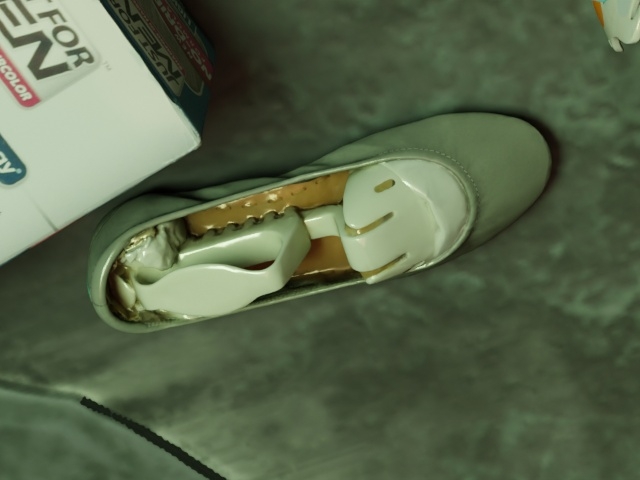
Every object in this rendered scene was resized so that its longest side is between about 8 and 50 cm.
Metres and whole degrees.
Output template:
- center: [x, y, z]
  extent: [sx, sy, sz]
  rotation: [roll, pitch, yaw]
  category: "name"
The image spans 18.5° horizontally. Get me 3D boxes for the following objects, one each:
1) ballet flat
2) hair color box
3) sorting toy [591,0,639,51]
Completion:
- center: [0.000, 0.000, 0.861]
  extent: [0.213, 0.068, 0.072]
  rotation: [-13, 115, 7]
  category: "ballet flat"
- center: [-0.234, -0.040, 0.824]
  extent: [0.347, 0.105, 0.174]
  rotation: [-29, 112, 15]
  category: "hair color box"
- center: [0.140, -0.111, 0.799]
  extent: [0.045, 0.075, 0.083]
  rotation: [40, 110, -17]
  category: "sorting toy"
